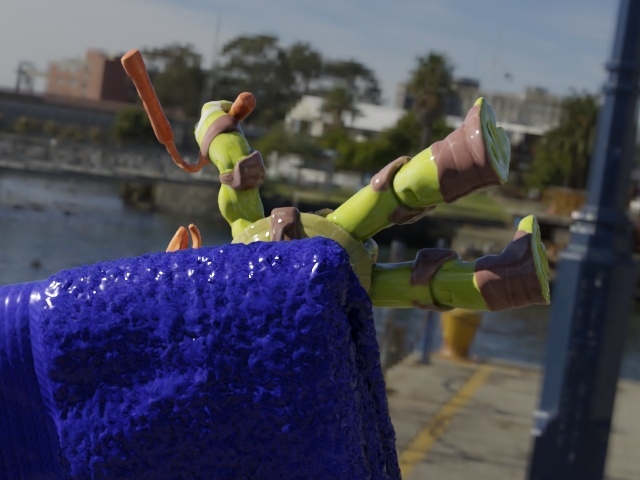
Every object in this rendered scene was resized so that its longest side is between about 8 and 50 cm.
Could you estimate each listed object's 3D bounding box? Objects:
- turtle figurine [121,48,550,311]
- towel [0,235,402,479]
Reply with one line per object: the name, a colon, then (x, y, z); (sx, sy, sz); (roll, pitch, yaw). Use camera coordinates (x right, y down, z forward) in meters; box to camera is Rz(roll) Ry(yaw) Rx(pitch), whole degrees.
turtle figurine: (0.000, 0.000, 0.789); (0.217, 0.269, 0.087); (-19, 1, 19)
towel: (-0.114, 0.126, 0.740); (0.308, 0.227, 0.076); (-9, 13, 14)
